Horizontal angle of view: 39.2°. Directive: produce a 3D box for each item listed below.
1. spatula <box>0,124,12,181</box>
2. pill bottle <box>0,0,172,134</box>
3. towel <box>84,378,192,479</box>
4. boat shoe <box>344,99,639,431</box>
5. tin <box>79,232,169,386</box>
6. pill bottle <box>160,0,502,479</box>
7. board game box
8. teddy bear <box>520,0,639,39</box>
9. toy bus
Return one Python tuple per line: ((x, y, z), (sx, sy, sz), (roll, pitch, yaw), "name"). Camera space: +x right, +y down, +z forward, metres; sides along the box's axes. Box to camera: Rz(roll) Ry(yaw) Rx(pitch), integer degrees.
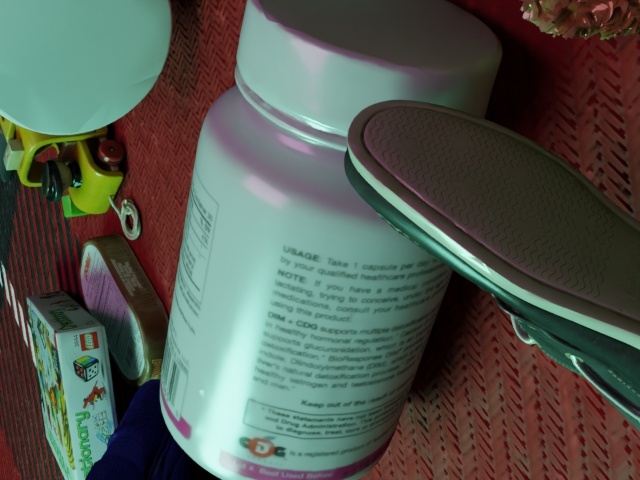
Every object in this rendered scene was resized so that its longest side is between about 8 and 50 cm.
((-0.403, -0.171, 1.183), (0.084, 0.030, 0.296), (64, 143, 23), "spatula")
((-0.306, -0.259, 0.844), (0.407, 0.229, 0.229), (41, 130, 42), "pill bottle")
((-0.165, 0.287, 0.786), (0.308, 0.076, 0.228), (-79, -6, -73), "towel")
((0.104, 0.023, 0.389), (0.233, 0.084, 0.079), (33, 140, 6), "boat shoe")
((-0.213, 0.073, 0.974), (0.190, 0.040, 0.106), (53, 134, 33), "tin")
((0.000, 0.000, 0.533), (0.160, 0.160, 0.283), (46, 134, 39), "pill bottle")
((-0.288, 0.172, 1.041), (0.305, 0.053, 0.193), (-172, 74, -67), "board game box")
((0.148, -0.167, 0.319), (0.245, 0.113, 0.338), (-1, 98, 58), "teddy bear")
((-0.287, -0.102, 0.968), (0.202, 0.104, 0.191), (21, 116, 52), "toy bus")
